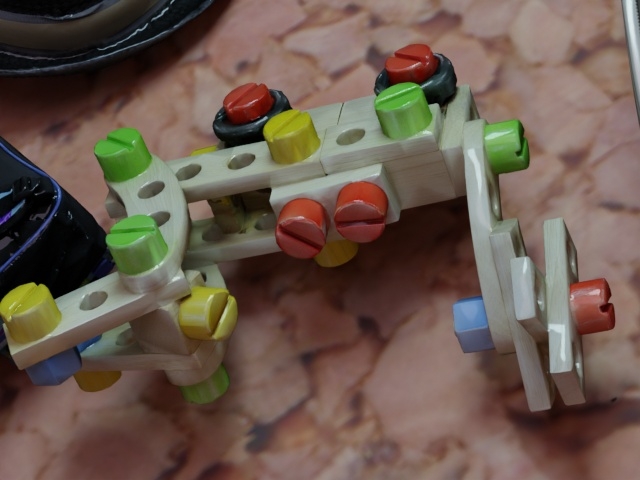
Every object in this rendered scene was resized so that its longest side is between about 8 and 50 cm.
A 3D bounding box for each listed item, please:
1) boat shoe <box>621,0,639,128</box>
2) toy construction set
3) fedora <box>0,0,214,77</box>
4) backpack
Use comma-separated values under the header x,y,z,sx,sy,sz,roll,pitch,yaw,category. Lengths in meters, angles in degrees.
x,y,z,sx,sy,sz,roll,pitch,yaw,category
0.230,-0.169,1.048,0.096,0.112,0.335,-8,55,18,boat shoe
0.000,0.000,0.994,0.328,0.151,0.215,1,36,9,toy construction set
-0.195,-0.276,1.185,0.334,0.152,0.334,-1,60,1,fedora
-0.233,0.017,1.073,0.158,0.117,0.173,36,83,31,backpack
